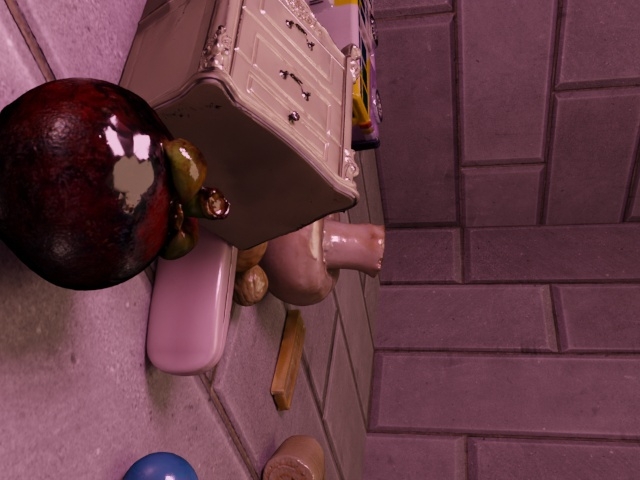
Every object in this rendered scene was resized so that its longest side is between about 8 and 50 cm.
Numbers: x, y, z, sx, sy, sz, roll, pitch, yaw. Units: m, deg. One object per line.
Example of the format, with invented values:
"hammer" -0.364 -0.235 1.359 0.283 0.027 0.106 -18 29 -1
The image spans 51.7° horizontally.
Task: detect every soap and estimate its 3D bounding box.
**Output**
"soap" -0.079 0.300 1.671 0.092 0.037 0.252 75 18 -44

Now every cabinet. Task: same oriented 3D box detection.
"cabinet" -0.106 -0.210 0.935 0.290 0.228 0.318 37 45 -39

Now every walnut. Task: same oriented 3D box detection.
"walnut" -0.143 0.085 1.296 0.092 0.092 0.092 -1 90 -78

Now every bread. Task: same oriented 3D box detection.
"bread" -0.057 0.541 1.518 0.141 0.134 0.148 -22 123 -77

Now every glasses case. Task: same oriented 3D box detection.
"glasses case" -0.190 0.057 1.002 0.075 0.113 0.296 57 34 -64

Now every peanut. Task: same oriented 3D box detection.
"peanut" -0.151 -0.014 1.205 0.141 0.109 0.159 -25 143 -45

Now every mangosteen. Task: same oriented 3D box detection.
"mangosteen" -0.217 -0.059 0.658 0.216 0.216 0.216 -1 90 -78

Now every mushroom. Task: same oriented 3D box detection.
"mushroom" 0.000 0.000 1.466 0.297 0.290 0.297 -2 90 -79

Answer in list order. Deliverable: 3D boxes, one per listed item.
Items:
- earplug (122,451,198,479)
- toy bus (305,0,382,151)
"earplug" -0.211 0.417 0.855 0.132 0.133 0.272 51 36 -70
"toy bus" 0.005 -0.425 1.421 0.249 0.209 0.439 52 36 -63
